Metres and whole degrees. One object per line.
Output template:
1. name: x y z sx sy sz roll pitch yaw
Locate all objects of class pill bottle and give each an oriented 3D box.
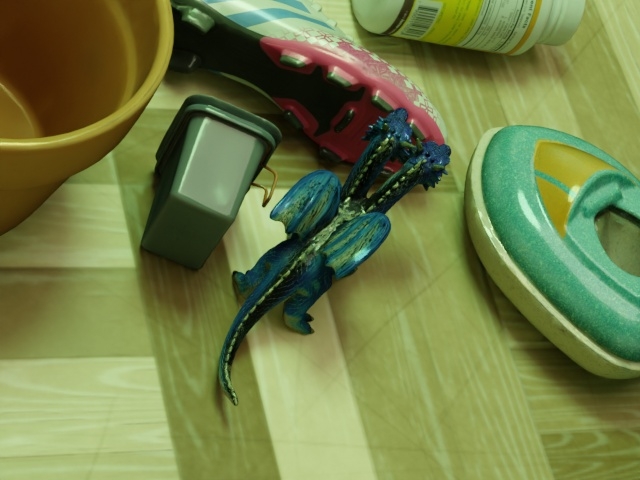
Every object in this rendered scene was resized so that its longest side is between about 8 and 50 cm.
1. pill bottle: 0.147 -0.247 1.618 0.215 0.117 0.117 7 54 -23

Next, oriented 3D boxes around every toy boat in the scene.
1. toy boat: 0.282 -0.035 1.511 0.267 0.148 0.318 48 50 12

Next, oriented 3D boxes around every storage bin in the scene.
1. storage bin: -0.091 -0.038 1.348 0.098 0.135 0.091 23 61 -10

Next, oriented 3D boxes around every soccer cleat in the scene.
1. soccer cleat: -0.023 -0.181 1.487 0.331 0.116 0.143 27 49 -6

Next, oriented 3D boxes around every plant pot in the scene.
1. plant pot: -0.279 -0.129 1.264 0.291 0.203 0.291 13 52 -17

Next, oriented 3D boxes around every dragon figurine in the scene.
1. dragon figurine: 0.000 0.000 1.348 0.085 0.144 0.289 41 49 6
